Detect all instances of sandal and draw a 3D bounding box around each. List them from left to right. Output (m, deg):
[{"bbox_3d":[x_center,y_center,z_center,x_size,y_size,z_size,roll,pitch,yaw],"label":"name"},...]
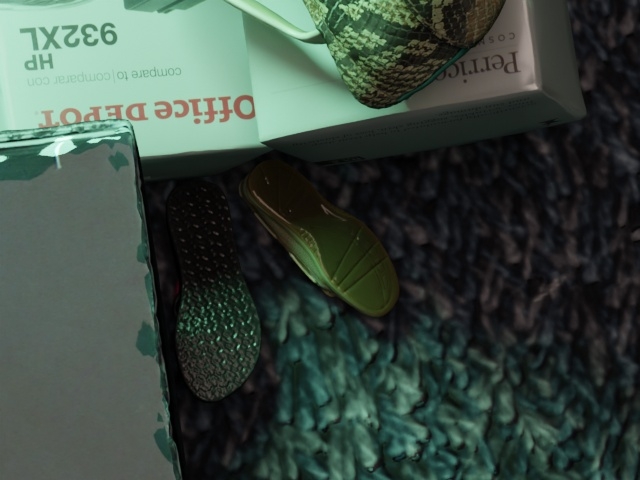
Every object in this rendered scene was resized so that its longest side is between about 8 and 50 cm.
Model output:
[{"bbox_3d":[-0.085,0.041,1.550,0.067,0.040,0.179,-4,68,-11],"label":"sandal"}]

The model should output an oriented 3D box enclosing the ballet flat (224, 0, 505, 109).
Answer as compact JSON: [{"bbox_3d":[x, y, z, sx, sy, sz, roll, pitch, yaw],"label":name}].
[{"bbox_3d":[-0.077,-0.279,1.346,0.483,0.164,0.182,50,118,14],"label":"ballet flat"}]

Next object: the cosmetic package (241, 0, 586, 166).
[{"bbox_3d":[0.051,-0.261,1.451,0.217,0.156,0.385,-12,80,17],"label":"cosmetic package"}]

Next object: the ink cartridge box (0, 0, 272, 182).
[{"bbox_3d":[-0.165,-0.199,1.481,0.223,0.129,0.307,-7,86,-29],"label":"ink cartridge box"}]

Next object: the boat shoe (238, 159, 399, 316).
[{"bbox_3d":[-0.002,0.001,1.560,0.153,0.048,0.056,42,69,-5],"label":"boat shoe"}]

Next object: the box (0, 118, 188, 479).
[{"bbox_3d":[-0.330,0.122,1.291,0.471,0.480,0.297,-10,85,-6],"label":"box"}]
